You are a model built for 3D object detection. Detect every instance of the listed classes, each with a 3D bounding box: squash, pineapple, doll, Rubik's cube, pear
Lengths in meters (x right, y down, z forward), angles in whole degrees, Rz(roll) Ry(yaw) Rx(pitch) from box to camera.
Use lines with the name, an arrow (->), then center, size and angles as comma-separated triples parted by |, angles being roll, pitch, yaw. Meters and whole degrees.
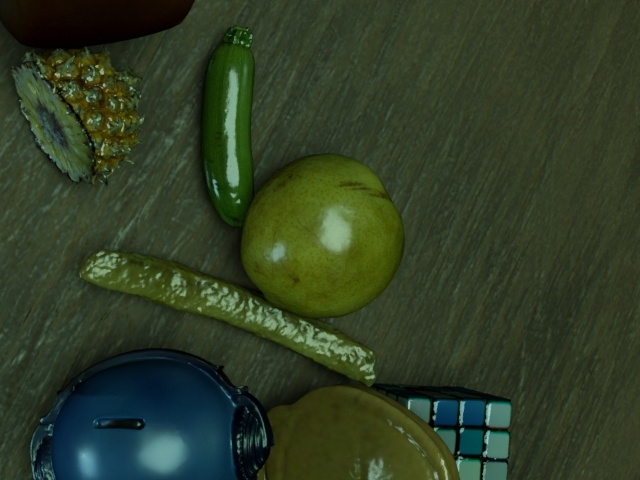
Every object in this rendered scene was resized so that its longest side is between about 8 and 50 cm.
squash -> -0.117, -0.145, 1.514 | 0.069, 0.069, 0.258 | 0, 89, -19
pineapple -> -0.264, -0.166, 1.418 | 0.137, 0.161, 0.176 | -37, 103, -27
doll -> -0.194, 0.281, 1.397 | 0.284, 0.240, 0.310 | -3, 85, 9
Rubik's cube -> 0.147, 0.271, 1.560 | 0.151, 0.154, 0.155 | 6, 87, -19
pear -> 0.000, 0.000, 1.486 | 0.208, 0.209, 0.209 | 0, 90, -19

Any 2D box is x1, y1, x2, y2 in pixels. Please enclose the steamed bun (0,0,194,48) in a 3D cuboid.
steamed bun -> -0.258, -0.337, 1.306 | 0.235, 0.379, 0.248 | -11, 104, -18

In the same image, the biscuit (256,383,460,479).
biscuit -> 0.043, 0.355, 1.467 | 0.057, 0.312, 0.351 | -5, 104, -57

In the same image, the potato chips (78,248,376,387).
potato chips -> -0.110, 0.086, 1.513 | 0.406, 0.080, 0.057 | 23, 99, -20
